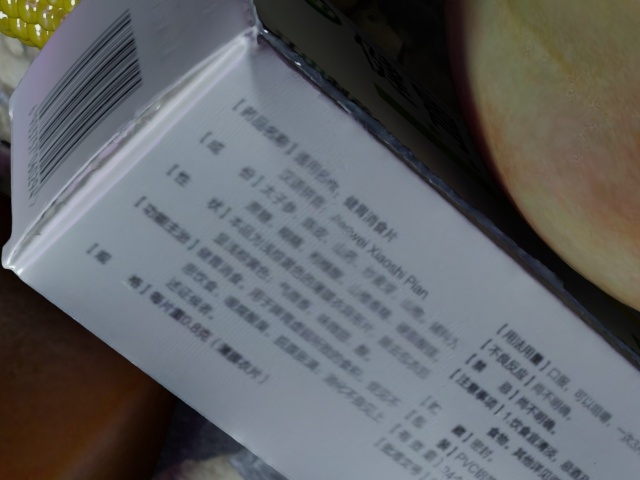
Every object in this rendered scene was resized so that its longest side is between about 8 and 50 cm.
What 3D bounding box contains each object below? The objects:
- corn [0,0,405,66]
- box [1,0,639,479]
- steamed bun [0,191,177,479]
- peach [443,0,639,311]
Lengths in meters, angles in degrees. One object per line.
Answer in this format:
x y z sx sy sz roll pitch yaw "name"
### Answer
-0.111 -0.150 0.897 0.347 0.130 0.130 24 126 15 "corn"
0.027 0.019 0.781 0.145 0.173 0.333 -43 117 15 "box"
-0.249 0.172 1.084 0.235 0.248 0.379 36 127 8 "steamed bun"
0.183 -0.095 0.672 0.292 0.247 0.292 -11 76 50 "peach"
